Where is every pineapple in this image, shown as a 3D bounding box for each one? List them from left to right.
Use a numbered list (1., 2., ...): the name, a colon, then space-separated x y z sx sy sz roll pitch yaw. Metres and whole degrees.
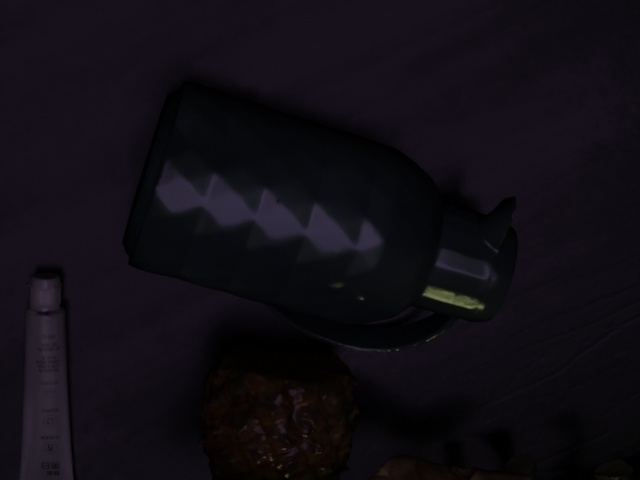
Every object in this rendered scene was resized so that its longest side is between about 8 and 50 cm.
1. pineapple: -0.038 0.208 1.144 0.128 0.128 0.248 3 103 -6

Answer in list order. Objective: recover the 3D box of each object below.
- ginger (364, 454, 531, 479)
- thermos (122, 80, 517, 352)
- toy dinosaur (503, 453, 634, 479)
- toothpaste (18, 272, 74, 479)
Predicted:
1. ginger: 0.021 0.207 1.068 0.288 0.075 0.089 -5 96 -23
2. thermos: 0.000 0.000 1.107 0.287 0.145 0.182 18 130 -9
3. toy dinosaur: 0.175 0.321 1.213 0.447 0.087 0.300 -16 118 -10
4. toothpaste: -0.217 0.120 1.159 0.048 0.031 0.190 0 103 -8
